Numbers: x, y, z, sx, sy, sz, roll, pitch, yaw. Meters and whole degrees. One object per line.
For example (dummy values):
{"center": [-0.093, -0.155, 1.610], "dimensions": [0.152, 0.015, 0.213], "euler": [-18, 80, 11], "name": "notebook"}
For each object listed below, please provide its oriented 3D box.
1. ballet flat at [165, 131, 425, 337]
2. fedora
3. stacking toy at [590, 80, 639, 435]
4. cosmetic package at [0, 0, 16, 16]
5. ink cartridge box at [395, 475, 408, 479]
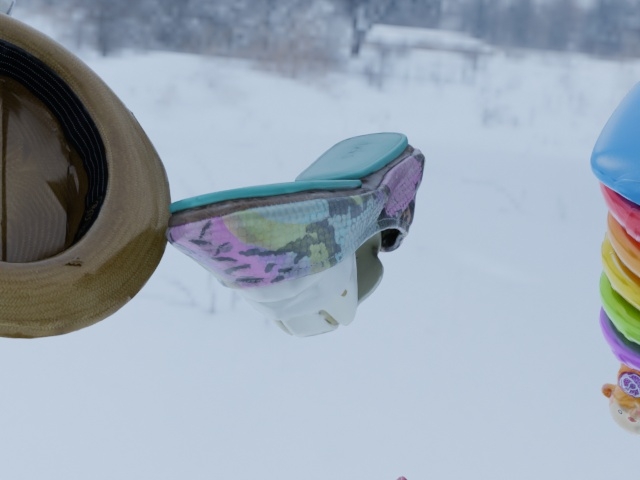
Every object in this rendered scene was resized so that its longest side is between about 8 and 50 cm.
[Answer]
{"center": [0.000, 0.000, 0.775], "dimensions": [0.077, 0.079, 0.221], "euler": [-6, 8, 22], "name": "ballet flat"}
{"center": [-0.160, -0.021, 0.728], "dimensions": [0.194, 0.079, 0.194], "euler": [22, 41, -21], "name": "fedora"}
{"center": [0.272, 0.042, 1.274], "dimensions": [0.175, 0.302, 0.166], "euler": [22, 40, 14], "name": "stacking toy"}
{"center": [-0.363, -0.098, 1.097], "dimensions": [0.296, 0.153, 0.129], "euler": [-36, 20, 19], "name": "cosmetic package"}
{"center": [0.122, 0.355, 1.317], "dimensions": [0.283, 0.117, 0.207], "euler": [44, 15, -13], "name": "ink cartridge box"}
